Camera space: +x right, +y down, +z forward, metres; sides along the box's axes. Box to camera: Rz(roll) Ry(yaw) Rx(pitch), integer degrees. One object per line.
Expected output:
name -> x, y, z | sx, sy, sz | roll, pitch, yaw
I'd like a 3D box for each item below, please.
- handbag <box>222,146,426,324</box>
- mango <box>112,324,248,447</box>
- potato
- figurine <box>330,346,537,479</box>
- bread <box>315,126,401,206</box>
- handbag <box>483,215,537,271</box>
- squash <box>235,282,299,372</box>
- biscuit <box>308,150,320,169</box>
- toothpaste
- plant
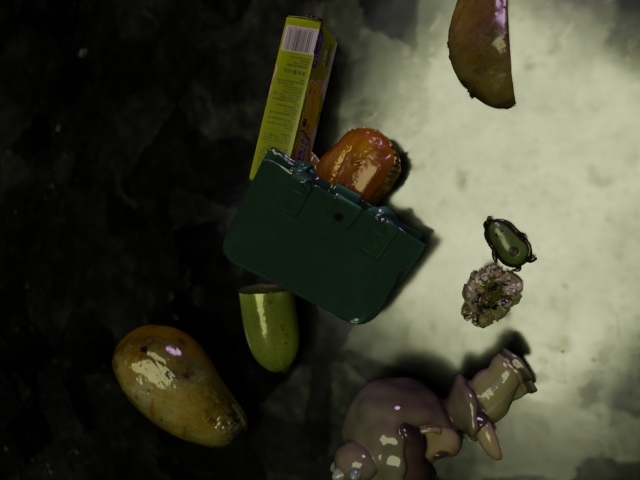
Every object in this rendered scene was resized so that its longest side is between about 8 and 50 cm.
handbag -> -0.001, 0.001, 0.992 | 0.326, 0.089, 0.239 | 29, 122, -4
mango -> -0.303, 0.321, 1.175 | 0.329, 0.176, 0.176 | 47, 142, -7
potato -> 0.276, -0.364, 0.942 | 0.120, 0.100, 0.262 | -4, 91, 20
figurine -> 0.196, 0.315, 0.957 | 0.380, 0.248, 0.203 | -28, 78, 7
bread -> 0.065, -0.124, 1.034 | 0.132, 0.114, 0.191 | 42, 101, 16
handbag -> 0.332, 0.003, 0.969 | 0.072, 0.047, 0.111 | -40, 81, 17
squash -> -0.098, 0.181, 1.109 | 0.122, 0.123, 0.187 | -8, 95, 21
biscuit -> -0.049, -0.170, 1.119 | 0.071, 0.018, 0.147 | -44, 77, 15
toothpaste -> -0.050, -0.259, 1.052 | 0.077, 0.110, 0.328 | 15, 94, 15
plant -> 0.304, 0.104, 0.951 | 0.104, 0.122, 0.117 | 21, 93, 7
